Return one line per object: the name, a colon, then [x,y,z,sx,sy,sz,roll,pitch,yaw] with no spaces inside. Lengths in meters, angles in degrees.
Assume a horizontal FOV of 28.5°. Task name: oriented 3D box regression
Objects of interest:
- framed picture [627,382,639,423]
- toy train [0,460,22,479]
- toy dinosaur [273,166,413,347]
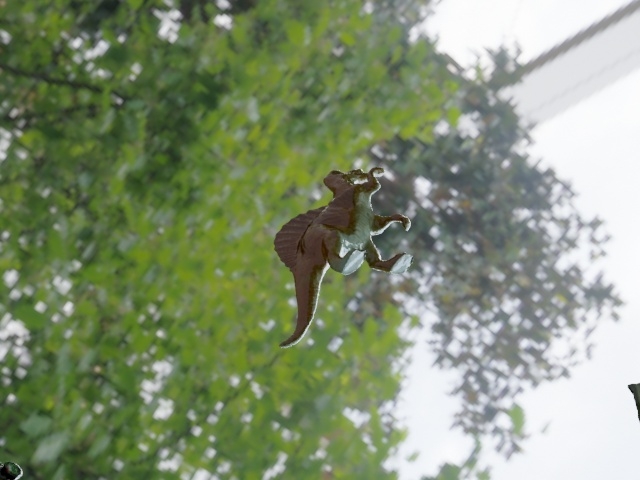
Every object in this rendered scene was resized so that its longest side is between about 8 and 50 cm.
framed picture: [0.310,0.168,0.599,0.018,0.293,0.231,104,-14,-48]
toy train: [-0.273,0.184,0.872,0.138,0.087,0.050,-39,-153,15]
toy dinosaur: [0.001,-0.001,1.150,0.212,0.057,0.142,-33,-139,-27]
